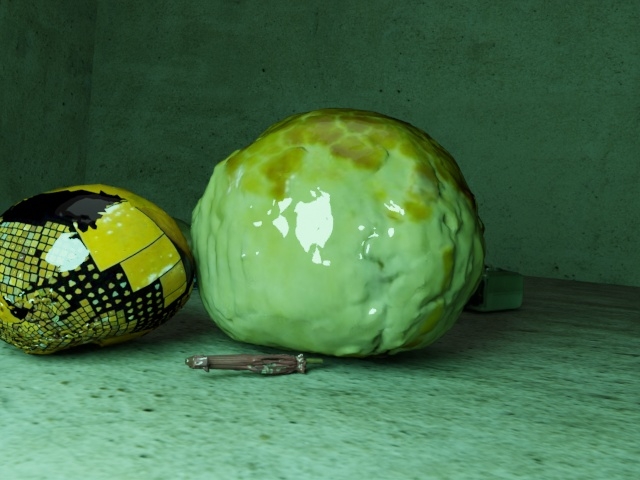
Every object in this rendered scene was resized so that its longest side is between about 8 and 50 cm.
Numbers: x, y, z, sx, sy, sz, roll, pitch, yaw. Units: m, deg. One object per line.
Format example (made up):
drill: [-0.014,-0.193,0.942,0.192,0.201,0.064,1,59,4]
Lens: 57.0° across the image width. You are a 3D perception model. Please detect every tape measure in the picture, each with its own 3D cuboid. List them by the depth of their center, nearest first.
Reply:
tape measure: [0.354,0.103,1.408,0.207,0.115,0.235,9,5,44]

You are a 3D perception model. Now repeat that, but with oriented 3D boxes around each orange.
orange: [-0.255,0.033,0.658,0.235,0.182,0.234,-4,-13,-1]

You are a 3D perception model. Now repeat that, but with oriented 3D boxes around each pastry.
pastry: [0.024,-0.013,0.769,0.389,0.312,0.388,3,-6,0]

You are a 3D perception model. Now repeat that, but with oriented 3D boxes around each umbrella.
umbrella: [-0.065,0.131,0.625,0.165,0.025,0.027,9,11,-34]

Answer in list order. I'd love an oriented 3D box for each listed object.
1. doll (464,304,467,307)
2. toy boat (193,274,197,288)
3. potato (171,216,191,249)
doll: [0.175,0.091,1.203,0.182,0.117,0.257,10,-3,-24]
toy boat: [-0.280,0.079,1.316,0.061,0.060,0.137,-15,-9,11]
potato: [-0.395,0.018,1.528,0.178,0.160,0.235,-26,36,-34]
